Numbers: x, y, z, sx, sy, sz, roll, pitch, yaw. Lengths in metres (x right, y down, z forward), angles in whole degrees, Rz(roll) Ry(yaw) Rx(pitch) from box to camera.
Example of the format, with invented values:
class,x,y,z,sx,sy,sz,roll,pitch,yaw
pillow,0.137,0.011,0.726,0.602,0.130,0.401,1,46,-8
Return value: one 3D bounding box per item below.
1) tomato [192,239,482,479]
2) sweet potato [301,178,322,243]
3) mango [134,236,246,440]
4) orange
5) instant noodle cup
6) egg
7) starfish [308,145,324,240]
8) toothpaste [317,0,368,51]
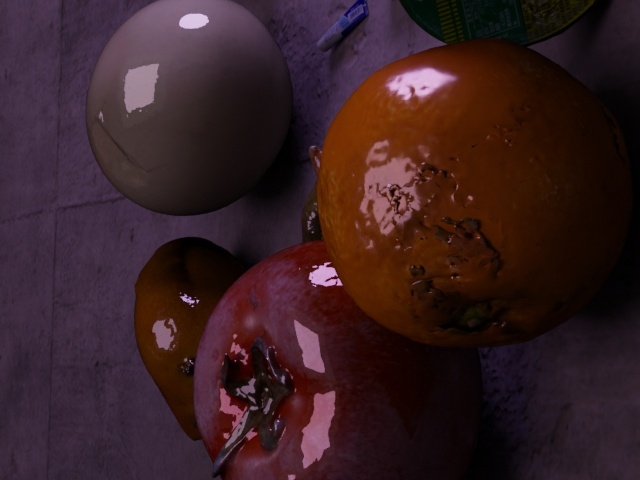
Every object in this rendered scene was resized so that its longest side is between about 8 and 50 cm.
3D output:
class,x,y,z,sx,sy,sz,roll,pitch,yaw
tomato,0.021,0.132,1.597,0.270,0.227,0.270,2,93,50
sweet potato,-0.001,0.001,1.860,0.041,0.038,0.153,142,127,-84
mango,-0.128,0.084,1.980,0.136,0.166,0.236,-29,25,10
orange,0.118,-0.037,1.420,0.246,0.246,0.246,-12,76,62
instant noodle cup,0.126,-0.294,1.509,0.232,0.207,0.207,-113,37,-56
egg,-0.140,-0.141,1.948,0.269,0.219,0.219,105,155,-57
starfish,0.046,0.000,1.764,0.138,0.050,0.247,-34,64,56
toothpaste,0.024,-0.218,1.864,0.083,0.015,0.024,-41,50,47
